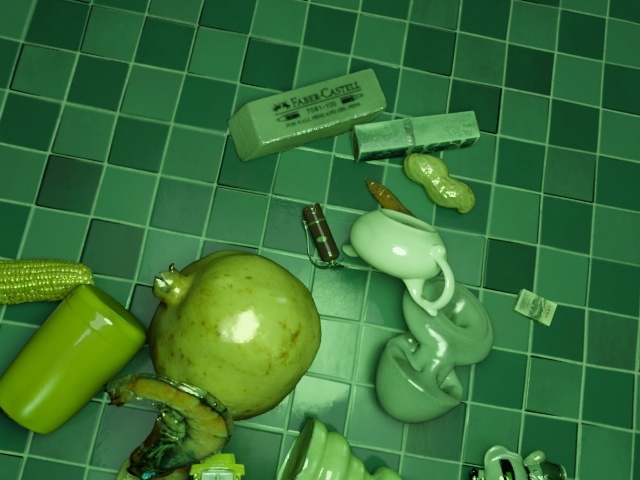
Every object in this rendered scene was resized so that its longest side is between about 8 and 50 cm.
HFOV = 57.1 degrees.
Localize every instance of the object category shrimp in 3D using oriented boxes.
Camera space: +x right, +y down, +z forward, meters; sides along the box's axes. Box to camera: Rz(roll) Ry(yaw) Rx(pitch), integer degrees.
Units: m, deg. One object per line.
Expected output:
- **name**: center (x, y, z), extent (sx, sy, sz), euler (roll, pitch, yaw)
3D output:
- **shrimp**: center (-0.288, 0.319, 1.002), extent (0.222, 0.290, 0.054), euler (38, 32, -17)

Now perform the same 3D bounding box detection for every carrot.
- **carrot**: center (0.179, -0.060, 1.322), extent (0.057, 0.057, 0.224), euler (-38, 77, -11)

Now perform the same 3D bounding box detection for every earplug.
- **earplug**: center (0.228, 0.219, 1.211), extent (0.214, 0.175, 0.325), euler (32, 68, -2)

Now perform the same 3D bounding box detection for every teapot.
- **teapot**: center (0.159, 0.025, 1.190), extent (0.204, 0.298, 0.139), euler (12, 106, -37)

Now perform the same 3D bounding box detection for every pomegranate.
- **pomegranate**: center (-0.178, 0.161, 1.099), extent (0.342, 0.342, 0.342), euler (1, 78, -5)

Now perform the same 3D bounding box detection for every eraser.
- **eraser**: center (-0.031, -0.284, 1.334), extent (0.352, 0.077, 0.111), euler (-18, 80, -8)

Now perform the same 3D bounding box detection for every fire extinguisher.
- **fire extinguisher**: center (0.000, 0.000, 1.295), extent (0.078, 0.045, 0.157), euler (-25, 81, 19)

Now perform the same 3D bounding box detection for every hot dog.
- **hot dog**: center (-0.296, 0.425, 1.150), extent (0.146, 0.103, 0.213), euler (43, 93, -8)

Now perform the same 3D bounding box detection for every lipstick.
- **lipstick**: center (0.218, -0.238, 1.344), extent (0.289, 0.077, 0.076), euler (-10, 75, -8)

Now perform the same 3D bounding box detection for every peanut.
- **peanut**: center (0.267, -0.131, 1.326), extent (0.082, 0.082, 0.187), euler (-44, 84, -12)

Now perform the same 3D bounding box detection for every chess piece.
- **chess piece**: center (0.089, 0.494, 1.133), extent (0.330, 0.182, 0.182), euler (28, 77, -4)

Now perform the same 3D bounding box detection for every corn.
- **corn**: center (-0.610, 0.087, 1.199), extent (0.291, 0.101, 0.101), euler (0, 78, -8)

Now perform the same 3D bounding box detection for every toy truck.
- **toy truck**: center (-0.205, 0.526, 1.099), extent (0.136, 0.111, 0.286), euler (6, 112, -12)

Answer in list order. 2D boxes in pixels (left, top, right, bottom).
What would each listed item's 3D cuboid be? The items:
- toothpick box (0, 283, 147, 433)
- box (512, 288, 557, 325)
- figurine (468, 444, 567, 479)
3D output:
- **toothpick box**: center (-0.486, 0.234, 1.137), extent (0.175, 0.175, 0.271), euler (40, 81, 4)
- **box**: center (0.476, 0.150, 1.310), extent (0.083, 0.024, 0.054), euler (25, 76, 1)
- **figurine**: center (0.395, 0.485, 1.184), extent (0.192, 0.126, 0.147), euler (-3, 97, 7)
